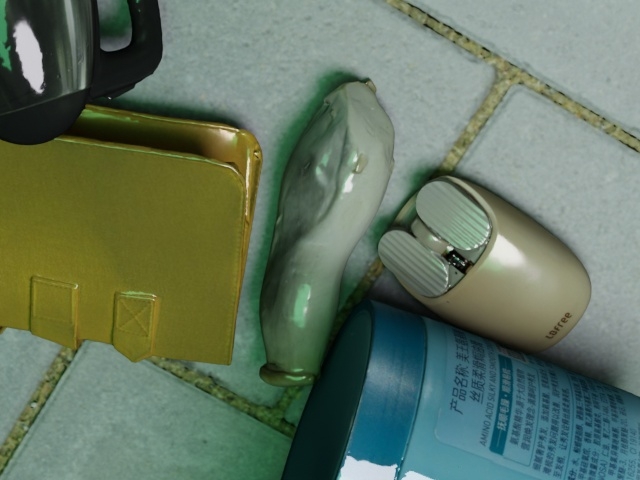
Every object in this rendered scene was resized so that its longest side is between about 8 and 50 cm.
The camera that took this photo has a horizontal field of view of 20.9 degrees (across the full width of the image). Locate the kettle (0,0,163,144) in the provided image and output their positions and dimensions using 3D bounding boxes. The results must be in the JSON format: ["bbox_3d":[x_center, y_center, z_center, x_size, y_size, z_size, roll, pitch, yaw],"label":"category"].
[{"bbox_3d":[-0.303,-0.228,1.695,0.207,0.251,0.271,-14,97,22],"label":"kettle"}]

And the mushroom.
[{"bbox_3d":[-0.002,0.000,1.851,0.109,0.097,0.351,33,117,33],"label":"mushroom"}]

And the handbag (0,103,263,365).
[{"bbox_3d":[-0.273,-0.013,1.845,0.400,0.133,0.283,8,119,-1],"label":"handbag"}]

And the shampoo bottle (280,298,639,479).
[{"bbox_3d":[0.153,0.267,1.806,0.342,0.331,0.331,19,113,-8],"label":"shampoo bottle"}]

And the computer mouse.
[{"bbox_3d":[0.180,0.032,1.866,0.236,0.082,0.145,36,111,-14],"label":"computer mouse"}]
